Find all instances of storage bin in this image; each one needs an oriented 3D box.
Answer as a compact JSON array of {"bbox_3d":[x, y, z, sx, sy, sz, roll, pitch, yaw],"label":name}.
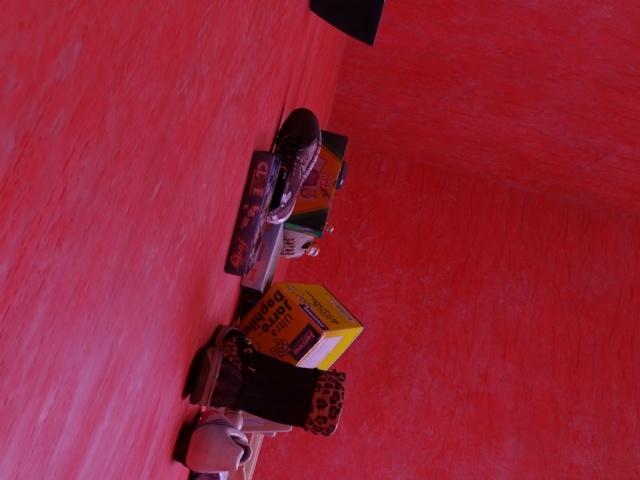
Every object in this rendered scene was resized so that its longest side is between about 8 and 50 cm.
[{"bbox_3d":[-0.264,0.645,2.223,0.262,0.123,0.260,94,10,-53],"label":"storage bin"}]

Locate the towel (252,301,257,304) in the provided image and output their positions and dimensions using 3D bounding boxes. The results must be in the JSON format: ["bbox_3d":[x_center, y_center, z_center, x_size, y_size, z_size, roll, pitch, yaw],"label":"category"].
[{"bbox_3d":[-0.172,0.083,2.179,0.285,0.034,0.209,-74,178,-52],"label":"towel"}]

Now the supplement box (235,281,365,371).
[{"bbox_3d":[-0.051,0.251,1.894,0.194,0.195,0.356,-49,161,10],"label":"supplement box"}]

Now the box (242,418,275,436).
[{"bbox_3d":[-0.203,0.479,1.935,0.181,0.182,0.119,105,0,-73],"label":"box"}]

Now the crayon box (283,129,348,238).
[{"bbox_3d":[-0.039,-0.161,1.827,0.081,0.165,0.278,104,1,-76],"label":"crayon box"}]

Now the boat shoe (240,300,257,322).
[{"bbox_3d":[-0.188,0.262,2.029,0.257,0.095,0.095,105,1,-59],"label":"boat shoe"}]

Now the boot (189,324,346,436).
[{"bbox_3d":[-0.100,0.283,1.394,0.377,0.284,0.138,126,-20,-88],"label":"boot"}]

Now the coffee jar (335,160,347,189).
[{"bbox_3d":[-0.010,-0.222,2.123,0.096,0.184,0.079,-74,179,-45],"label":"coffee jar"}]

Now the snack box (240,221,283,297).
[{"bbox_3d":[-0.153,0.062,1.848,0.322,0.060,0.187,103,4,-78],"label":"snack box"}]

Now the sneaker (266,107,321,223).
[{"bbox_3d":[-0.070,-0.176,1.533,0.162,0.106,0.281,59,47,-85],"label":"sneaker"}]

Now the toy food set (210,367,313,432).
[{"bbox_3d":[-0.148,0.401,1.676,0.306,0.219,0.092,112,-24,-52],"label":"toy food set"}]

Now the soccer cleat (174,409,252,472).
[{"bbox_3d":[-0.215,0.439,1.451,0.331,0.143,0.116,105,0,-82],"label":"soccer cleat"}]

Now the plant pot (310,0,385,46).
[{"bbox_3d":[0.073,-0.579,1.521,0.188,0.167,0.187,101,4,-73],"label":"plant pot"}]

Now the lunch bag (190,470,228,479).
[{"bbox_3d":[-0.280,0.595,1.758,0.129,0.096,0.151,-73,-172,-69],"label":"lunch bag"}]

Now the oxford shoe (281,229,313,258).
[{"bbox_3d":[-0.078,-0.017,2.084,0.397,0.140,0.146,42,63,-79],"label":"oxford shoe"}]

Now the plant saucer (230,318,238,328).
[{"bbox_3d":[-0.226,0.239,1.727,0.083,0.013,0.083,-165,-90,-90],"label":"plant saucer"}]

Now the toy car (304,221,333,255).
[{"bbox_3d":[0.000,0.000,2.111,0.122,0.040,0.060,-54,173,0],"label":"toy car"}]

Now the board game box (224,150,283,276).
[{"bbox_3d":[-0.133,-0.058,1.380,0.165,0.042,0.243,-71,176,-82],"label":"board game box"}]
